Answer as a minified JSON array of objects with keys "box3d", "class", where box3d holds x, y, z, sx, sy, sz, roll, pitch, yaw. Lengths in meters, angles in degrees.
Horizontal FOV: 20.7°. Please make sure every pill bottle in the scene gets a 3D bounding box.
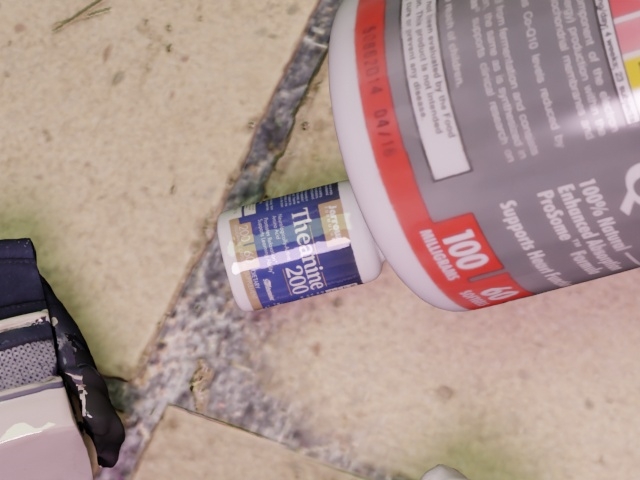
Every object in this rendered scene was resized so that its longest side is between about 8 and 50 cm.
[{"box3d":[0.205,-0.099,0.981,0.363,0.210,0.210,-16,61,23],"class":"pill bottle"},{"box3d":[0.000,0.000,1.102,0.120,0.067,0.067,-14,63,4],"class":"pill bottle"}]

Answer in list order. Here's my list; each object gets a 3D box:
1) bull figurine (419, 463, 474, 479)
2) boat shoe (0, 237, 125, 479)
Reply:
[{"box3d":[-0.018,0.240,0.969,0.310,0.101,0.188,-14,64,3],"class":"bull figurine"},{"box3d":[-0.300,0.110,1.081,0.340,0.127,0.158,-14,56,-9],"class":"boat shoe"}]
